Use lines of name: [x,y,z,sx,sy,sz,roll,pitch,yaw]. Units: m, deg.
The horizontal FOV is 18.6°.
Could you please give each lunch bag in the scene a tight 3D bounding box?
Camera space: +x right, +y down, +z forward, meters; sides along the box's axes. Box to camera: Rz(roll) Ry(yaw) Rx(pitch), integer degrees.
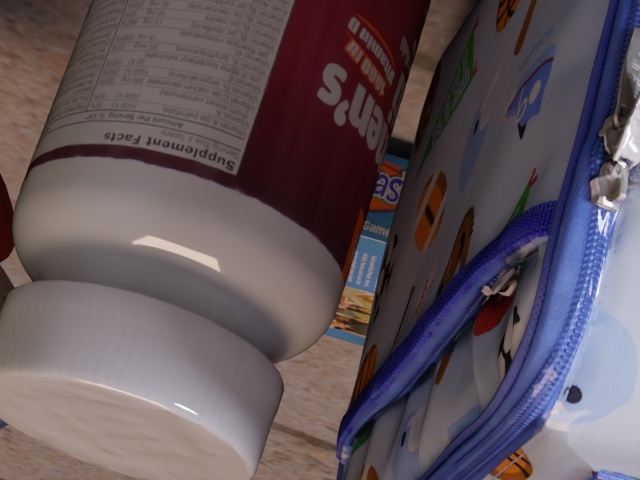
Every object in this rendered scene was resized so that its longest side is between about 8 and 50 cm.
lunch bag: [0.089,0.003,0.668,0.115,0.243,0.303,19,157,-4]

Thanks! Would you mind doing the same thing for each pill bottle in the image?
pill bottle: [-0.040,-0.030,0.709,0.121,0.221,0.121,14,157,6]

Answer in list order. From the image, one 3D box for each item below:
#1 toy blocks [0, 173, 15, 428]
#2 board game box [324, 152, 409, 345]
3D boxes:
toy blocks: [-0.216,-0.047,0.760,0.191,0.381,0.261,-32,177,14]
board game box: [0.000,0.000,0.962,0.210,0.047,0.160,17,159,2]
